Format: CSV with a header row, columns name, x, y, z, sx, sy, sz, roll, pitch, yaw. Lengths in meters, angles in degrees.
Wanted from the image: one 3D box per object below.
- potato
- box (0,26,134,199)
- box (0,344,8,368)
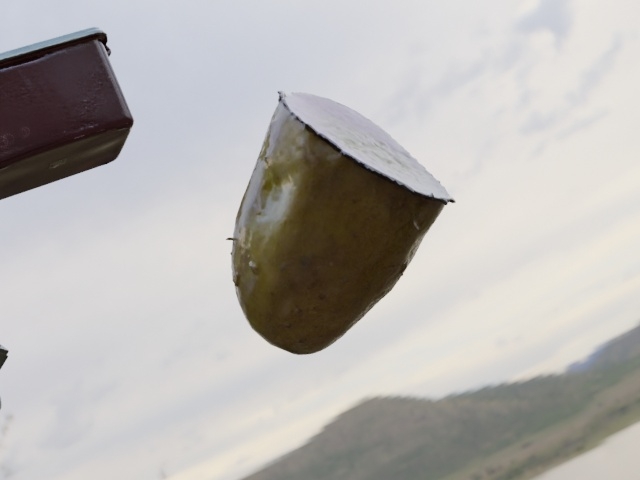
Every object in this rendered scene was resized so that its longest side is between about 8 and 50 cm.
name,x,y,z,sx,sy,sz,roll,pitch,yaw
potato,0.000,0.000,1.548,0.229,0.229,0.266,0,-58,-62
box,-0.430,-0.183,2.073,0.294,0.168,0.193,-22,-13,-26
box,-0.404,0.083,1.220,0.086,0.129,0.225,-59,-29,1
